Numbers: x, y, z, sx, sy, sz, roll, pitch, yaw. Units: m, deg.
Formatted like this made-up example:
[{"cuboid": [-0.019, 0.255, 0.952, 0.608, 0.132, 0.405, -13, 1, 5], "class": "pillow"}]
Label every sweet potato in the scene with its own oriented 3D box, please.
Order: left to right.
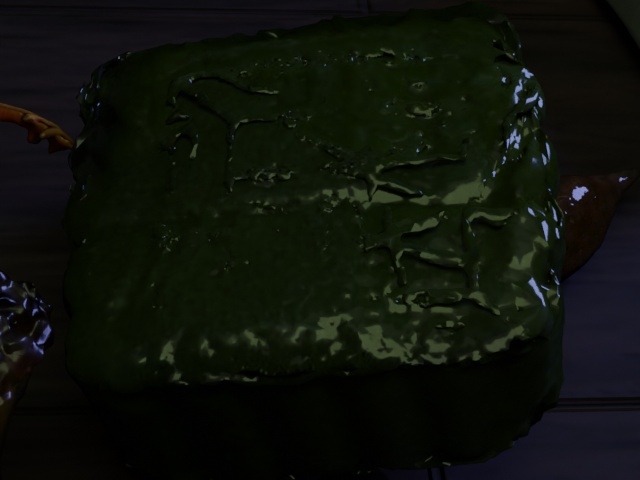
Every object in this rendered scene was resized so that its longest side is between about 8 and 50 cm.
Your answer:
[{"cuboid": [0.119, -0.010, 0.921, 0.117, 0.049, 0.049, -31, 63, -32], "class": "sweet potato"}]

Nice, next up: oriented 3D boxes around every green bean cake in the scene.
[{"cuboid": [0.000, 0.000, 0.827, 0.214, 0.113, 0.200, -5, 54, 7], "class": "green bean cake"}]

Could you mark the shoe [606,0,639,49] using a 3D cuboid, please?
[{"cuboid": [0.207, -0.170, 1.034, 0.110, 0.095, 0.265, -6, 57, -24], "class": "shoe"}]

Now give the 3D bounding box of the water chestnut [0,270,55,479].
[{"cuboid": [-0.206, 0.063, 0.708, 0.238, 0.223, 0.223, -33, 63, -25], "class": "water chestnut"}]

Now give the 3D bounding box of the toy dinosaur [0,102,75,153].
[{"cuboid": [-0.256, -0.070, 0.894, 0.288, 0.070, 0.117, 28, 64, 17], "class": "toy dinosaur"}]

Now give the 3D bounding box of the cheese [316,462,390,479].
[{"cuboid": [0.069, 0.159, 0.781, 0.191, 0.042, 0.105, 28, 52, 17], "class": "cheese"}]
